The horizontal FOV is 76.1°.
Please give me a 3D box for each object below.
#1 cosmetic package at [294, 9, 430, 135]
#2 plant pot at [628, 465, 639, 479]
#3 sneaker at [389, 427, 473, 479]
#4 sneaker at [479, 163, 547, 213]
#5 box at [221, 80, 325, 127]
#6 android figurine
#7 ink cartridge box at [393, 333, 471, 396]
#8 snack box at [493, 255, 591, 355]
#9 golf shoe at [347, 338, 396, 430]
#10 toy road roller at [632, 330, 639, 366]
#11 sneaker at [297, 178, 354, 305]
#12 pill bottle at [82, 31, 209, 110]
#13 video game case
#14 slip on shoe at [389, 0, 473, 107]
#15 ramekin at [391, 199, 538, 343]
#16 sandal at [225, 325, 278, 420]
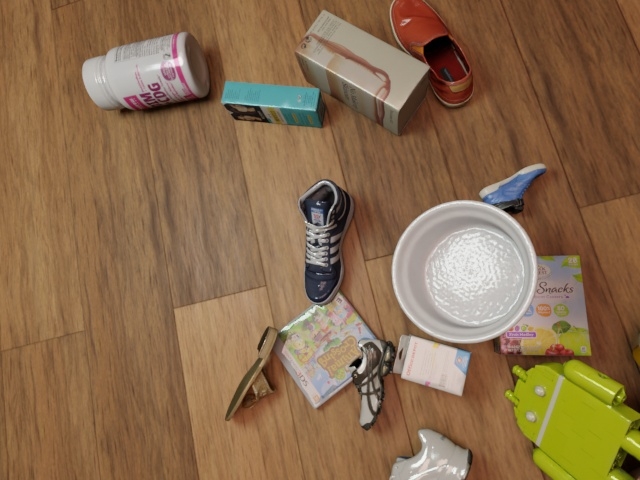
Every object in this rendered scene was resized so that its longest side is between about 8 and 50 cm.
[{"bbox_3d":[0.101,-0.400,0.990,0.296,0.153,0.129,34,89,14],"label":"cosmetic package"},{"bbox_3d":[0.652,0.524,0.759,0.237,0.110,0.237,-2,80,10],"label":"plant pot"},{"bbox_3d":[0.192,0.532,0.849,0.129,0.111,0.297,32,82,28],"label":"sneaker"},{"bbox_3d":[0.450,-0.107,0.927,0.152,0.058,0.084,-25,71,8],"label":"sneaker"},{"bbox_3d":[-0.116,-0.344,1.039,0.244,0.100,0.060,8,82,11],"label":"box"},{"bbox_3d":[0.471,0.342,0.766,0.056,0.273,0.248,-3,112,-29],"label":"android figurine"},{"bbox_3d":[0.235,0.261,0.882,0.143,0.090,0.092,15,83,12],"label":"ink cartridge box"},{"bbox_3d":[0.462,0.138,0.878,0.174,0.070,0.207,-3,78,10],"label":"snack box"},{"bbox_3d":[0.100,0.308,0.894,0.094,0.077,0.198,13,90,4],"label":"golf shoe"},{"bbox_3d":[0.661,0.280,0.684,0.240,0.202,0.329,-8,56,-16],"label":"toy road roller"},{"bbox_3d":[0.000,0.000,0.925,0.099,0.153,0.282,9,79,21],"label":"sneaker"},{"bbox_3d":[-0.454,-0.435,1.078,0.283,0.160,0.160,-8,79,8],"label":"pill bottle"},{"bbox_3d":[0.013,0.247,0.954,0.212,0.023,0.193,-38,77,1],"label":"video game case"},{"bbox_3d":[0.274,-0.483,1.002,0.123,0.101,0.331,-26,76,6],"label":"slip on shoe"},{"bbox_3d":[0.300,0.067,0.842,0.277,0.135,0.277,-7,77,33],"label":"ramekin"},{"bbox_3d":[-0.133,0.319,0.935,0.079,0.088,0.240,25,93,-11],"label":"sandal"}]
